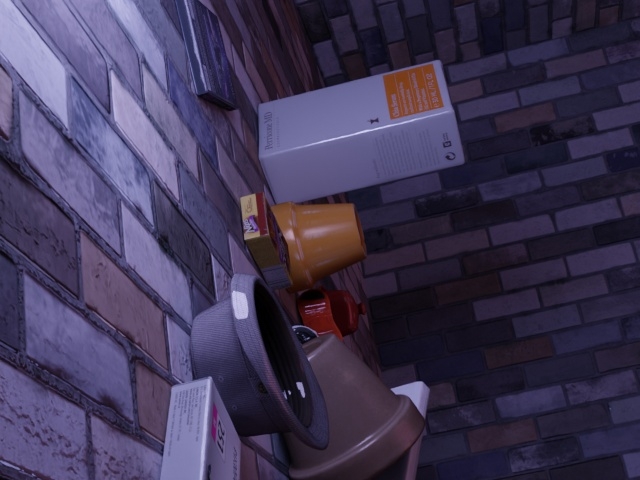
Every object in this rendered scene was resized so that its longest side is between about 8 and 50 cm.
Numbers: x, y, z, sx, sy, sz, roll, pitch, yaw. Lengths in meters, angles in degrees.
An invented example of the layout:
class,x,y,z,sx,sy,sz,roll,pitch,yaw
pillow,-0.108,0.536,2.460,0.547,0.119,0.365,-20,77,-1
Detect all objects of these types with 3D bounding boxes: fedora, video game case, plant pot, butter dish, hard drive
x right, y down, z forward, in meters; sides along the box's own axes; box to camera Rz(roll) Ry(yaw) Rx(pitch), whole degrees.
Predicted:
class,x,y,z,sx,sy,sz,roll,pitch,yaw
fedora,-0.098,0.185,1.428,0.244,0.124,0.275,-95,161,-61
video game case,-0.214,-0.356,1.927,0.274,0.026,0.196,-9,86,-84
plant pot,0.000,0.000,2.288,0.205,0.188,0.205,-13,90,-83
butter dish,0.064,0.194,2.724,0.160,0.118,0.160,45,32,-76
hard drive,0.096,0.420,1.927,0.040,0.203,0.307,47,39,-29
plant pot,0.023,0.297,1.818,0.229,0.263,0.263,60,9,-5

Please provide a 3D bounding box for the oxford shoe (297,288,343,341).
class,x,y,z,sx,sy,sz,roll,pitch,yaw
oxford shoe,0.006,0.236,2.303,0.271,0.097,0.098,-96,176,-46

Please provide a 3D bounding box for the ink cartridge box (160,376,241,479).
class,x,y,z,sx,sy,sz,roll,pitch,yaw
ink cartridge box,-0.125,0.342,1.208,0.275,0.060,0.239,-93,167,-55

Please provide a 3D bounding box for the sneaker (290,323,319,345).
class,x,y,z,sx,sy,sz,roll,pitch,yaw
sneaker,-0.021,0.287,1.980,0.108,0.100,0.271,-147,-134,-75

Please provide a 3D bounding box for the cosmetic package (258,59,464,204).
class,x,y,z,sx,sy,sz,roll,pitch,yaw
cosmetic package,0.090,-0.252,2.384,0.230,0.453,0.161,-95,169,-49

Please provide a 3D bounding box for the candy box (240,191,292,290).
class,x,y,z,sx,sy,sz,roll,pitch,yaw
candy box,-0.105,0.004,2.011,0.187,0.053,0.109,70,9,-53
